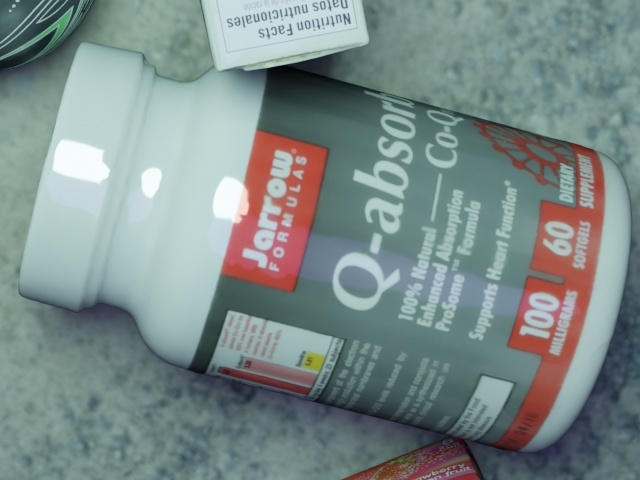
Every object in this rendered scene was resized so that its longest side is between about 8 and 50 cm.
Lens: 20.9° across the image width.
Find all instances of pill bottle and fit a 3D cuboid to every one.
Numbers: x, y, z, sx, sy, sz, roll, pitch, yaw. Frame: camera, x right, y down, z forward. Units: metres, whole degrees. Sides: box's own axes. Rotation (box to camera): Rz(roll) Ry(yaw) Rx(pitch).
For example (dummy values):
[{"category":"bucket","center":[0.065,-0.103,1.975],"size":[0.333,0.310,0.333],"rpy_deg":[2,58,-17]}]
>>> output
[{"category":"pill bottle","center":[0.000,0.000,1.136],"size":[0.363,0.210,0.210],"rpy_deg":[14,101,-7]}]

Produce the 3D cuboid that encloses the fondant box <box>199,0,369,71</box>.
[{"category":"fondant box","center":[-0.054,-0.282,1.059],"size":[0.096,0.238,0.330],"rpy_deg":[-10,102,-3]}]

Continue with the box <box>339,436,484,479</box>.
[{"category":"box","center":[0.012,0.252,1.232],"size":[0.257,0.128,0.122],"rpy_deg":[-22,102,2]}]

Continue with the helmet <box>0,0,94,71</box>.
[{"category":"helmet","center":[-0.214,-0.192,1.109],"size":[0.162,0.169,0.169],"rpy_deg":[3,102,12]}]
